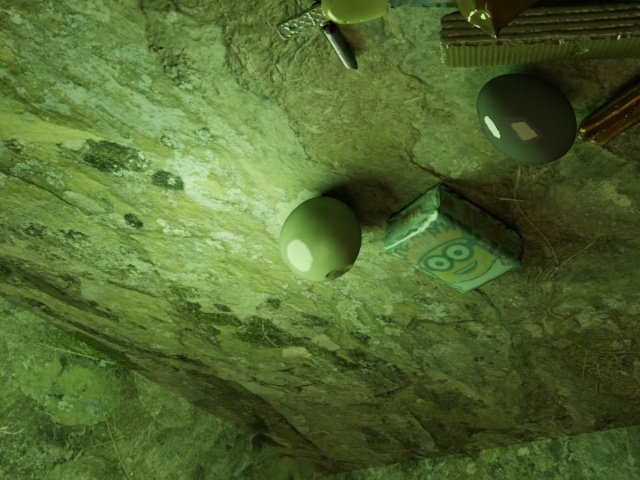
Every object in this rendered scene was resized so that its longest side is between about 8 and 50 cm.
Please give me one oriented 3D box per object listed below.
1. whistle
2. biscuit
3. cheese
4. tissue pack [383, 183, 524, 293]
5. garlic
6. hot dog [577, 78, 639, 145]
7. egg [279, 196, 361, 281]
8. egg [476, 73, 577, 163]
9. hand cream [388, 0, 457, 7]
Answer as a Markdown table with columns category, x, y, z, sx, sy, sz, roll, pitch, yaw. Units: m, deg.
| category | x | y | z | sx | sy | sz | roll | pitch | yaw |
| --- | --- | --- | --- | --- | --- | --- | --- | --- | --- |
| whistle | 0.030 | -0.427 | 1.593 | 0.033 | 0.033 | 0.176 | -13 | 139 | 26 |
| biscuit | 0.448 | -0.399 | 1.479 | 0.426 | 0.078 | 0.144 | 0 | 173 | 12 |
| cheese | 0.030 | -0.463 | 1.500 | 0.256 | 0.050 | 0.127 | -21 | 142 | 21 |
| tissue pack | 0.356 | 0.003 | 2.032 | 0.311 | 0.128 | 0.228 | 29 | 139 | -24 |
| garlic | 0.374 | -0.478 | 1.339 | 0.339 | 0.196 | 0.151 | -23 | -175 | -27 |
| hot dog | 0.656 | -0.283 | 1.644 | 0.092 | 0.062 | 0.236 | 30 | 135 | -28 |
| egg | 0.000 | 0.000 | 2.017 | 0.219 | 0.219 | 0.269 | 9 | 144 | -1 |
| egg | 0.436 | -0.262 | 1.617 | 0.232 | 0.176 | 0.176 | 25 | 140 | -23 |
| hand cream | 0.245 | -0.462 | 1.399 | 0.256 | 0.055 | 0.088 | -7 | 156 | -30 |
